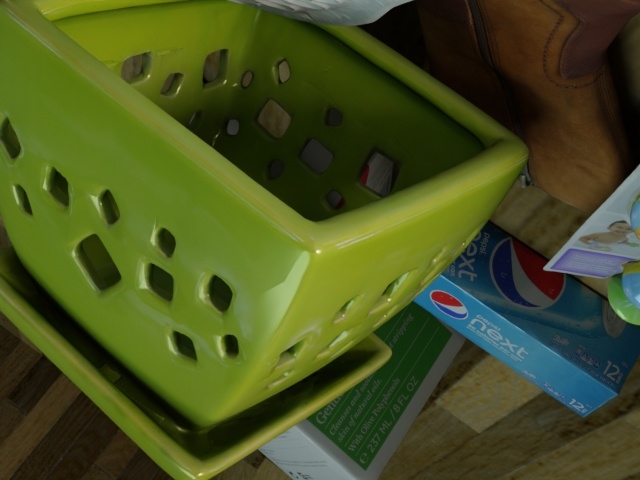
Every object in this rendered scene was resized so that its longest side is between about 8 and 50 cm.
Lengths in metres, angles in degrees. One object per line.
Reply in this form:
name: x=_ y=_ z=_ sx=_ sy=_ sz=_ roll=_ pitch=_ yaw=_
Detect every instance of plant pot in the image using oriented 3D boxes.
plant pot: x=-0.052 y=-0.009 z=0.593 sx=0.228 sy=0.227 sz=0.207 roll=37 pitch=124 yaw=21

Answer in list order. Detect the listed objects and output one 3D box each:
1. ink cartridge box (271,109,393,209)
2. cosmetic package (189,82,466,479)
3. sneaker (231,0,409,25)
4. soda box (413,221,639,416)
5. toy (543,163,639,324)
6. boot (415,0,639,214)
ink cartridge box: x=0.000 y=0.000 z=0.805 sx=0.072 sy=0.127 sz=0.175 roll=18 pitch=135 yaw=15
cosmetic package: x=-0.067 y=0.050 z=0.965 sx=0.365 sy=0.197 sz=0.155 roll=43 pitch=155 yaw=-15
sneaker: x=0.004 y=-0.225 z=0.429 sx=0.130 sy=0.236 sz=0.323 roll=11 pitch=-175 yaw=-22
soda box: x=0.152 y=0.049 z=0.821 sx=0.210 sy=0.067 sz=0.071 roll=34 pitch=155 yaw=6
toy: x=0.230 y=0.009 z=0.588 sx=0.137 sy=0.056 sz=0.237 roll=10 pitch=162 yaw=-3
boot: x=0.149 y=-0.090 z=0.548 sx=0.264 sy=0.096 sz=0.280 roll=21 pitch=152 yaw=32
